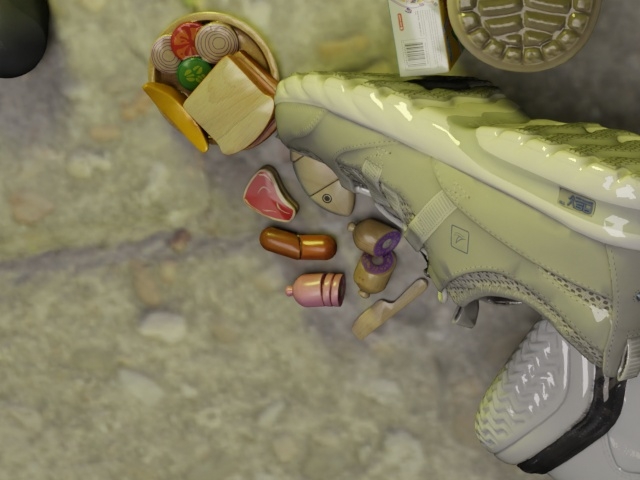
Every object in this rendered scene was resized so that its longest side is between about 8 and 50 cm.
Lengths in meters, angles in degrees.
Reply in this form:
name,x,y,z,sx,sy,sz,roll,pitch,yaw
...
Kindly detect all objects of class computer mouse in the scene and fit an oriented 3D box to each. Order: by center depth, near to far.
name,x,y,z,sx,sy,sz,roll,pitch,yaw
computer mouse,-0.239,-0.189,1.071,0.071,0.041,0.242,-38,97,25

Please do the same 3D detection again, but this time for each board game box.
name,x,y,z,sx,sy,sz,roll,pitch,yaw
board game box,0.051,-0.170,0.966,0.026,0.103,0.154,-4,110,16

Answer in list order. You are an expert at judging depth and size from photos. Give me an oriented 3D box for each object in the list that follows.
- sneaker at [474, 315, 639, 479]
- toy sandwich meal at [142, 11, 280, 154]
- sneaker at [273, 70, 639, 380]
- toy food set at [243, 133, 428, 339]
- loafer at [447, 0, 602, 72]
name,x,y,z,sx,sy,sz,roll,pitch,yaw
sneaker,0.253,0.031,0.963,0.210,0.137,0.366,40,120,6
toy sandwich meal,-0.060,-0.085,1.068,0.085,0.029,0.085,5,112,13
sneaker,0.063,-0.016,0.952,0.281,0.105,0.115,27,113,52
toy food set,0.000,0.000,1.091,0.078,0.019,0.122,-40,97,24
loafer,0.105,-0.218,0.943,0.102,0.092,0.268,9,97,-1
